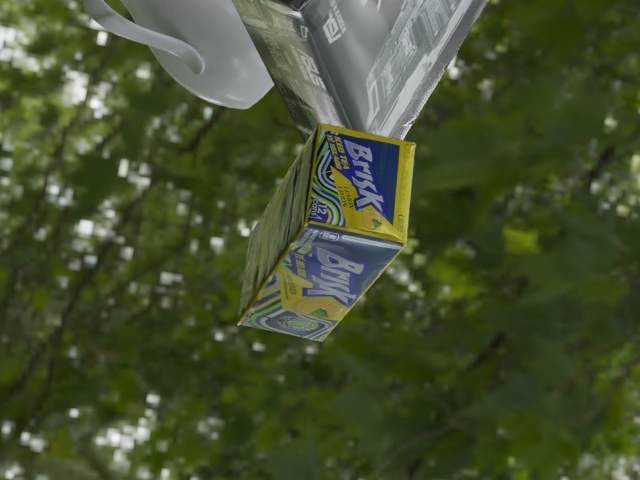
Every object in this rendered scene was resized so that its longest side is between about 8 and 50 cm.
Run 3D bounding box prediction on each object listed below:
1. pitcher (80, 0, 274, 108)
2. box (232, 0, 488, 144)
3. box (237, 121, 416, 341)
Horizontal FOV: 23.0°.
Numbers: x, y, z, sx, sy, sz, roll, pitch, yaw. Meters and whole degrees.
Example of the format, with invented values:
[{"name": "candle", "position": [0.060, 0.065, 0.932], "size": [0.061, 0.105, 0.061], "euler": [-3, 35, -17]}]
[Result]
[{"name": "pitcher", "position": [-0.132, -0.210, 1.519], "size": [0.125, 0.207, 0.178], "euler": [-39, -161, 36]}, {"name": "box", "position": [0.048, -0.216, 1.245], "size": [0.242, 0.076, 0.307], "euler": [-58, 159, -13]}, {"name": "box", "position": [0.000, 0.000, 0.840], "size": [0.169, 0.054, 0.059], "euler": [125, -26, -66]}]
